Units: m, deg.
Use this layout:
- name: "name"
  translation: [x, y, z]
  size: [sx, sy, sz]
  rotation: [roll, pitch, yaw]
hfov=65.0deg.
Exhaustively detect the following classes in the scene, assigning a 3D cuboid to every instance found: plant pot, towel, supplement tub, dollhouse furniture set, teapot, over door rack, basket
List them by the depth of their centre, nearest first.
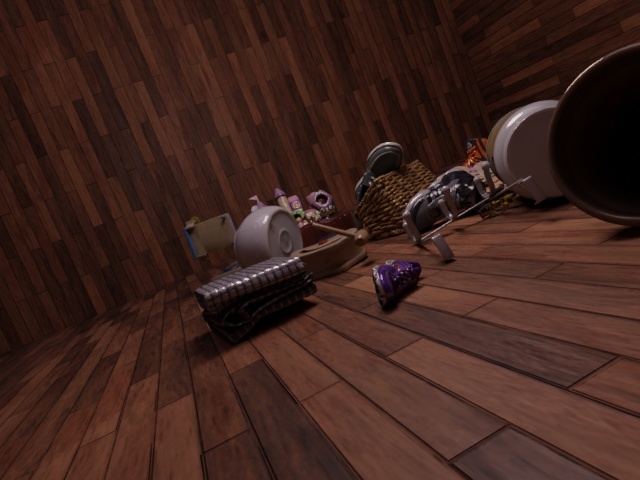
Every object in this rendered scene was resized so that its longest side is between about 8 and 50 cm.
- name: "plant pot"
  translation: [0.529, -0.155, 0.776]
  size: [0.229, 0.262, 0.263]
  rotation: [-5, -6, -41]
- name: "over door rack"
  translation: [0.319, -0.077, 1.140]
  size: [0.240, 0.108, 0.324]
  rotation: [-33, 6, 2]
- name: "towel"
  translation: [-0.154, 0.127, 1.159]
  size: [0.235, 0.121, 0.284]
  rotation: [-22, 4, -20]
- name: "supplement tub"
  translation: [0.532, -0.219, 1.219]
  size: [0.229, 0.228, 0.316]
  rotation: [-20, 6, 17]
- name: "teapot"
  translation: [-0.185, 0.022, 1.574]
  size: [0.187, 0.252, 0.256]
  rotation: [-10, 9, 27]
- name: "basket"
  translation: [0.287, -0.098, 1.668]
  size: [0.299, 0.223, 0.213]
  rotation: [-29, -24, -46]
- name: "dollhouse furniture set"
  translation: [-0.359, 0.001, 2.068]
  size: [0.287, 0.303, 0.198]
  rotation: [-21, 7, 12]

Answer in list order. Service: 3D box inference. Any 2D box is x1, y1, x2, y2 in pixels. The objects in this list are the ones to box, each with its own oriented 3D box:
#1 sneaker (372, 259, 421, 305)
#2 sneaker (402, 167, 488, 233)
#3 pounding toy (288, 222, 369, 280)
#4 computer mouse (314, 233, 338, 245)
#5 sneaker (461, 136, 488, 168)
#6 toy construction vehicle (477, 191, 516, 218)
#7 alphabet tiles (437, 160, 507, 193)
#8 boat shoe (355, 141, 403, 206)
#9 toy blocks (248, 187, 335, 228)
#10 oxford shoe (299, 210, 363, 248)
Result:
- name: "sneaker"
  translation: [0.141, 0.065, 0.906]
  size: [0.071, 0.068, 0.170]
  rotation: [-12, 9, 26]
- name: "sneaker"
  translation: [0.359, -0.104, 1.409]
  size: [0.269, 0.101, 0.153]
  rotation: [-41, 30, -16]
- name: "pounding toy"
  translation: [0.026, 0.005, 1.387]
  size: [0.270, 0.154, 0.154]
  rotation: [-19, 12, 29]
- name: "computer mouse"
  translation: [0.031, 0.022, 1.613]
  size: [0.189, 0.072, 0.272]
  rotation: [-20, 6, 22]
- name: "sneaker"
  translation: [0.580, -0.303, 1.995]
  size: [0.321, 0.179, 0.124]
  rotation: [-22, 6, 0]
- name: "toy construction vehicle"
  translation: [0.449, -0.084, 1.280]
  size: [0.086, 0.035, 0.098]
  rotation: [-26, -1, -41]
- name: "alphabet tiles"
  translation: [0.525, -0.199, 1.596]
  size: [0.284, 0.021, 0.278]
  rotation: [12, 32, 41]
- name: "boat shoe"
  translation: [0.197, -0.204, 1.698]
  size: [0.117, 0.098, 0.319]
  rotation: [11, -31, -11]
- name: "toy blocks"
  translation: [-0.114, -0.123, 2.035]
  size: [0.289, 0.260, 0.309]
  rotation: [-22, -20, -8]
- name: "oxford shoe"
  translation: [0.000, 0.000, 1.813]
  size: [0.348, 0.122, 0.130]
  rotation: [-19, -11, -36]
